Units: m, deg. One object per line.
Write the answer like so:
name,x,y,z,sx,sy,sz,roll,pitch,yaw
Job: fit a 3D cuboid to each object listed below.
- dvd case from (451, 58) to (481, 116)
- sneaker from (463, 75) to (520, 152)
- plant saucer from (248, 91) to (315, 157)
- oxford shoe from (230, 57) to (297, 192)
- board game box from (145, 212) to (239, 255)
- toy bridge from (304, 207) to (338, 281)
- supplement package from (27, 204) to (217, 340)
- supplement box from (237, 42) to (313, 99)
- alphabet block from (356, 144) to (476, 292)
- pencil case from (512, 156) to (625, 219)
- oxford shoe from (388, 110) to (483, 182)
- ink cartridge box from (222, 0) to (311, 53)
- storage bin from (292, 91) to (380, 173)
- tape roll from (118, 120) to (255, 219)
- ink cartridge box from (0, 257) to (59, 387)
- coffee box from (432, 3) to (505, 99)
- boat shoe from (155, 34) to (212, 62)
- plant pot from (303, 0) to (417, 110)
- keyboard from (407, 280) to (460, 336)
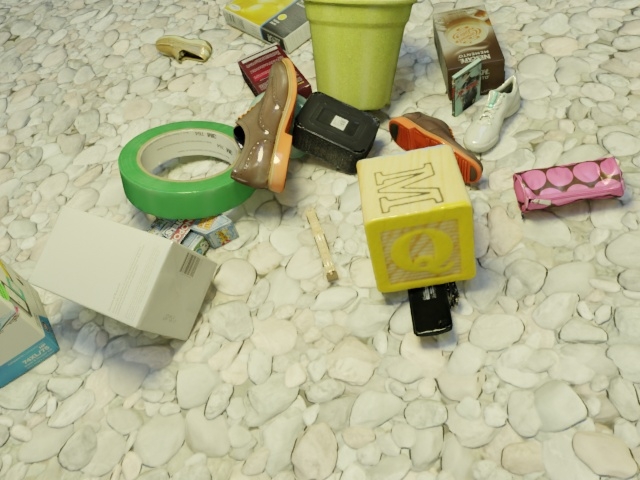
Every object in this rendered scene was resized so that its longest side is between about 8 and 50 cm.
dvd case,0.347,-0.362,1.377,0.087,0.119,0.013,-36,54,-15
sneaker,0.394,-0.297,1.333,0.080,0.094,0.212,25,63,27
plant saucer,-0.083,-0.298,1.425,0.194,0.037,0.195,6,69,-17
oxford shoe,-0.126,-0.279,1.304,0.132,0.130,0.364,7,58,-6
board game box,-0.295,-0.018,1.313,0.194,0.060,0.194,18,60,26
toy bridge,0.000,0.000,1.224,0.026,0.063,0.188,-19,51,-1
supplement package,-0.397,0.065,1.172,0.292,0.177,0.175,16,80,23
supplement box,-0.124,-0.433,1.577,0.130,0.073,0.239,-26,51,-7
alphabet block,0.182,-0.043,1.114,0.193,0.192,0.197,-11,40,8
pencil case,0.501,-0.108,1.167,0.209,0.095,0.098,-12,17,8
oxford shoe,0.276,-0.225,1.310,0.098,0.097,0.271,-33,53,-19
ink cartridge box,-0.095,-0.732,1.802,0.307,0.072,0.303,-44,55,-17
storage bin,0.035,-0.254,1.358,0.180,0.084,0.122,25,61,6
tape roll,-0.306,-0.174,1.364,0.321,0.077,0.321,2,40,-1
ink cartridge box,-0.705,0.146,1.155,0.197,0.270,0.198,-33,53,-12
coffee box,0.375,-0.483,1.475,0.141,0.098,0.247,-9,52,7
boat shoe,-0.429,-0.582,1.773,0.190,0.068,0.072,8,68,19
plant pot,0.085,-0.457,1.401,0.276,0.254,0.276,1,26,-1
keyboard,0.221,0.108,1.110,0.100,0.038,0.192,-12,43,14
